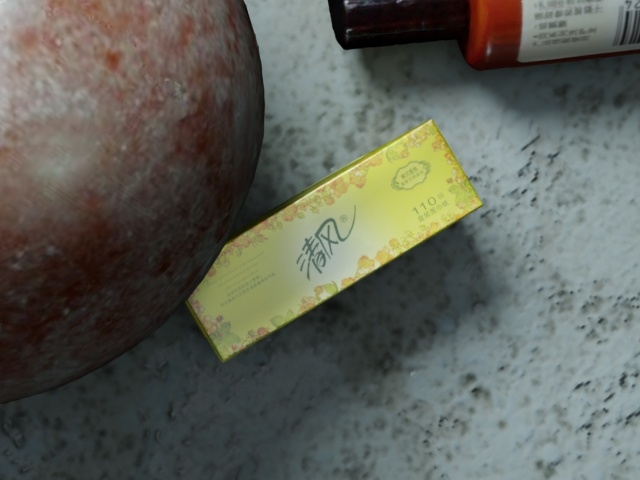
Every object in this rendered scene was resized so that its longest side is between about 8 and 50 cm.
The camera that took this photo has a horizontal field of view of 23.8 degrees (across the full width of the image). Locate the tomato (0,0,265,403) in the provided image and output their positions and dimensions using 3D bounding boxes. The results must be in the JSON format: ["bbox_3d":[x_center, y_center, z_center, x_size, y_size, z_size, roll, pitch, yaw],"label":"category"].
[{"bbox_3d":[-0.183,-0.073,0.775,0.283,0.317,0.316,32,85,-46],"label":"tomato"}]

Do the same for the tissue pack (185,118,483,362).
[{"bbox_3d":[0.000,0.000,0.893,0.176,0.095,0.062,-30,92,-4],"label":"tissue pack"}]

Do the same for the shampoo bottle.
[{"bbox_3d":[0.142,-0.158,0.904,0.278,0.104,0.104,-7,89,-5],"label":"shampoo bottle"}]
